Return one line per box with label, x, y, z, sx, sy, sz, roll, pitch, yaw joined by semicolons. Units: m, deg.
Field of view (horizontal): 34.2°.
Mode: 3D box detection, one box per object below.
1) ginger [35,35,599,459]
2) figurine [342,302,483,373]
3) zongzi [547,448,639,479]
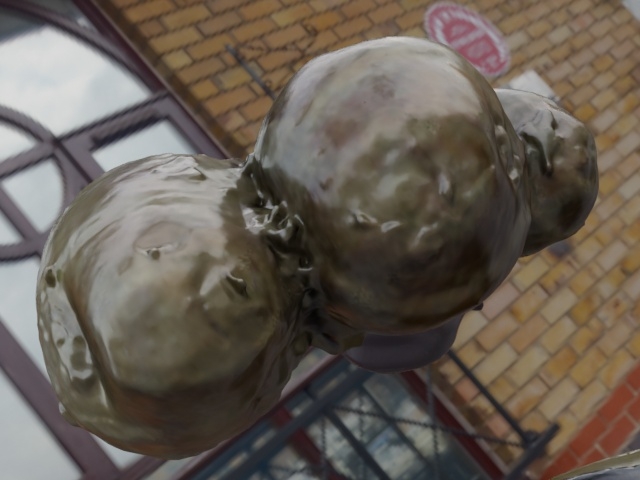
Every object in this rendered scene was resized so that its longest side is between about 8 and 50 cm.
ginger;0.000;0.000;0.522;0.304;0.155;0.244;-22;-8;4
figurine;0.139;0.024;1.436;0.365;0.218;0.206;-49;-13;-31
zongzi;0.211;0.203;0.668;0.289;0.154;0.317;-9;-9;13
